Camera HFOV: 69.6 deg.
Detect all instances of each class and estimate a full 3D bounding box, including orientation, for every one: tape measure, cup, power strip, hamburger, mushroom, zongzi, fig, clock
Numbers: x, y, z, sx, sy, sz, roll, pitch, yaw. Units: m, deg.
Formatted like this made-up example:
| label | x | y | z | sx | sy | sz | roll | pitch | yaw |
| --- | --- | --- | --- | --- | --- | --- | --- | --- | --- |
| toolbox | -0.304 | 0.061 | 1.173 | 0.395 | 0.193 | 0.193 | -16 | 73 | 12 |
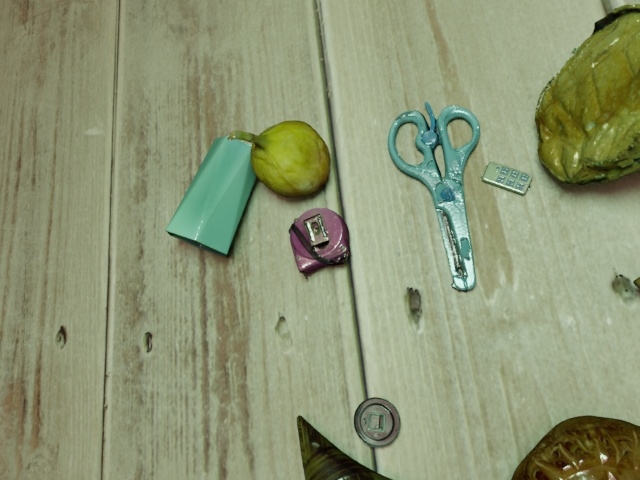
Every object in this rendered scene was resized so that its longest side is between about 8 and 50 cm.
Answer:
| label | x | y | z | sx | sy | sz | roll | pitch | yaw |
| --- | --- | --- | --- | --- | --- | --- | --- | --- | --- |
| tape measure | 0.000 | 0.000 | 0.908 | 0.118 | 0.074 | 0.125 | -25 | 71 | 9 |
| cup | -0.213 | -0.096 | 0.975 | 0.148 | 0.134 | 0.236 | 20 | 81 | 19 |
| power strip | 0.347 | -0.116 | 0.858 | 0.090 | 0.016 | 0.040 | 25 | 85 | 22 |
| hamburger | 0.485 | -0.225 | 0.726 | 0.134 | 0.285 | 0.265 | 4 | 75 | -16 |
| mushroom | 0.392 | 0.375 | 0.641 | 0.253 | 0.153 | 0.253 | -1 | 82 | 10 |
| zongzi | 0.088 | 0.391 | 0.761 | 0.247 | 0.111 | 0.241 | -15 | 65 | 8 |
| fig | -0.089 | -0.169 | 0.893 | 0.159 | 0.257 | 0.159 | -3 | 84 | 30 |
| clock | 0.101 | 0.322 | 0.818 | 0.085 | 0.017 | 0.085 | -5 | 73 | 17 |

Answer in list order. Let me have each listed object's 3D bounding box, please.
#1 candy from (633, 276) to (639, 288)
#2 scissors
| label | x | y | z | sx | sy | sz | roll | pitch | yaw |
| --- | --- | --- | --- | --- | --- | --- | --- | --- | --- |
| candy | 0.592 | 0.154 | 0.662 | 0.143 | 0.101 | 0.271 | -26 | 74 | 16 |
| scissors | 0.235 | -0.095 | 0.880 | 0.180 | 0.032 | 0.393 | -11 | 72 | 16 |
